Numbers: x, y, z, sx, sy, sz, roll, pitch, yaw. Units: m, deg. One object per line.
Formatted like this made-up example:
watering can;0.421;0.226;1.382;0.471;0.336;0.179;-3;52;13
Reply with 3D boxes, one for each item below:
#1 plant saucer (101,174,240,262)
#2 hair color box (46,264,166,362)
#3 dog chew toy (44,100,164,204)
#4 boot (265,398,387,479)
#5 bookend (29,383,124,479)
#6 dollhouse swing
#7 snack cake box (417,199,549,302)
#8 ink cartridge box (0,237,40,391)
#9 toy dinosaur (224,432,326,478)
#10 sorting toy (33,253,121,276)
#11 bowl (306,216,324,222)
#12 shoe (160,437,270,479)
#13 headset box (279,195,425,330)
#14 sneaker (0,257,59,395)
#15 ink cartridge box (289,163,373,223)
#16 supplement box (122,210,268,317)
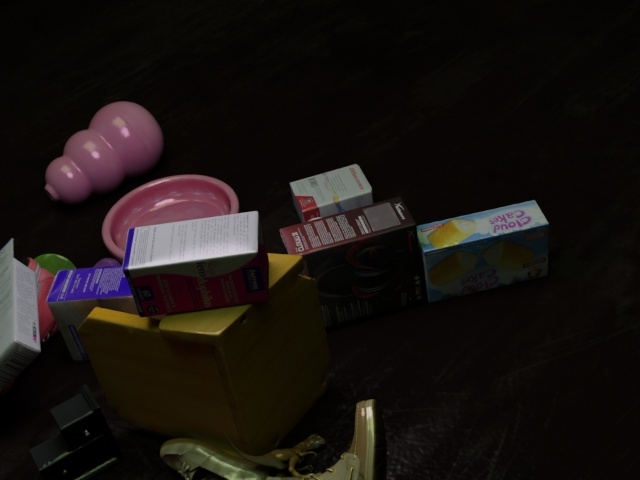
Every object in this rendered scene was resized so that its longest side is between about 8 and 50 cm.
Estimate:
plant saucer;-0.352;-0.032;2.231;0.332;0.084;0.332;-7;40;6
hair color box;-0.370;0.148;1.935;0.339;0.185;0.110;-6;39;7
dog chew toy;-0.572;-0.215;2.427;0.332;0.206;0.207;-40;47;-20
boot;0.005;0.392;1.549;0.204;0.095;0.261;0;82;18
bookend;-0.463;0.372;1.704;0.156;0.157;0.072;-27;41;-20
dollhouse swing;-0.206;0.193;1.713;0.305;0.346;0.315;20;48;33
snack cake box;0.337;0.024;1.949;0.264;0.152;0.089;-13;39;-2
ink cartridge box;-0.697;0.208;1.900;0.324;0.071;0.330;-43;36;17
toy dinosaur;-0.075;0.391;1.642;0.212;0.064;0.112;4;41;-43
sorting toy;-0.637;0.087;2.164;0.366;0.127;0.126;-8;9;-1
bowl;0.000;0.000;2.113;0.170;0.080;0.170;-7;38;6
shoe;-0.198;0.409;1.660;0.219;0.076;0.058;11;37;21
headset box;0.054;0.058;1.920;0.293;0.218;0.110;-15;37;-6
sneaker;-0.623;0.195;1.995;0.116;0.136;0.313;-18;52;40
ink cartridge box;0.029;-0.102;2.236;0.175;0.072;0.127;-16;39;-7
supplement box;-0.200;0.039;1.533;0.220;0.111;0.114;-9;39;2
